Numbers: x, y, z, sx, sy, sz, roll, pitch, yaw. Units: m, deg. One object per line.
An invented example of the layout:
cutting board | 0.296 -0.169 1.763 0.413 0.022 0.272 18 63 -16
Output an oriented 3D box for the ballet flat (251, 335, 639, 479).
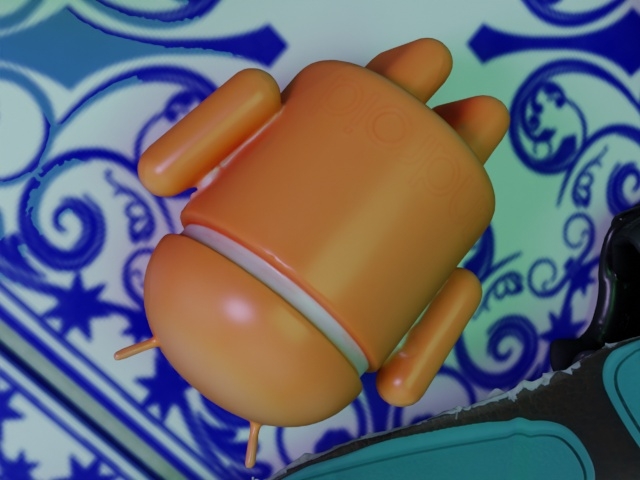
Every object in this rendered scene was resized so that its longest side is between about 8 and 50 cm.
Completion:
ballet flat | 0.153 0.137 0.749 0.409 0.147 0.147 -13 105 -2

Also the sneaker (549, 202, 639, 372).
sneaker | 0.245 0.002 0.834 0.130 0.109 0.286 37 78 -21

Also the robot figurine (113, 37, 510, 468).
robot figurine | -0.002 -0.001 0.686 0.219 0.128 0.158 -52 144 -13
